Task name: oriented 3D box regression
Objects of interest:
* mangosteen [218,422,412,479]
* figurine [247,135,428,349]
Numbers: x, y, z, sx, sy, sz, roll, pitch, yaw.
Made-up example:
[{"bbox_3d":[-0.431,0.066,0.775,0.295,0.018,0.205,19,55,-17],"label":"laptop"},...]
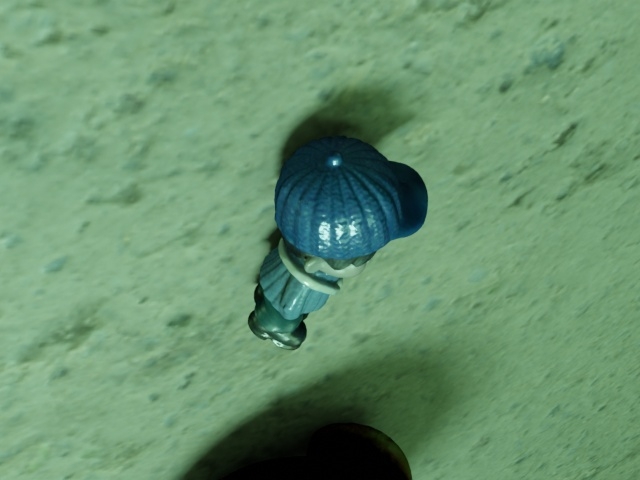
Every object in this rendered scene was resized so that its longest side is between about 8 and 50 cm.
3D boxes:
[{"bbox_3d":[0.003,0.283,0.845,0.275,0.275,0.302,-61,172,34],"label":"mangosteen"},{"bbox_3d":[0.000,0.000,0.624,0.087,0.086,0.149,28,135,-10],"label":"figurine"}]
